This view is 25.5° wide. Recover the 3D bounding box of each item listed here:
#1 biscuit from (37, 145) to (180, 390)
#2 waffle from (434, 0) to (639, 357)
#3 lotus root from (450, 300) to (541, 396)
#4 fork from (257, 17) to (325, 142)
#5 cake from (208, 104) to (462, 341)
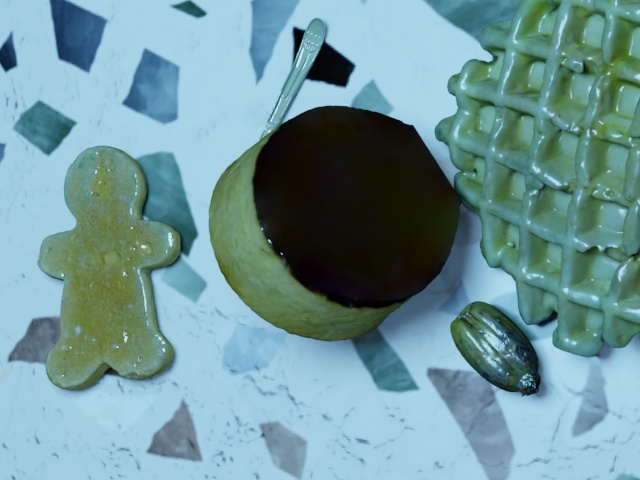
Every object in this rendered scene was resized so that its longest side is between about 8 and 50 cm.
[{"bbox_3d":[-0.204,0.024,1.375,0.153,0.030,0.234,-8,82,18],"label":"biscuit"},{"bbox_3d":[0.222,-0.066,1.156,0.292,0.056,0.309,-36,72,42],"label":"waffle"},{"bbox_3d":[0.155,0.096,1.227,0.054,0.049,0.099,-43,72,2],"label":"lotus root"},{"bbox_3d":[-0.045,-0.108,1.331,0.034,0.028,0.219,28,95,24],"label":"fork"},{"bbox_3d":[0.000,0.000,1.245,0.208,0.178,0.185,3,67,-17],"label":"cake"}]
